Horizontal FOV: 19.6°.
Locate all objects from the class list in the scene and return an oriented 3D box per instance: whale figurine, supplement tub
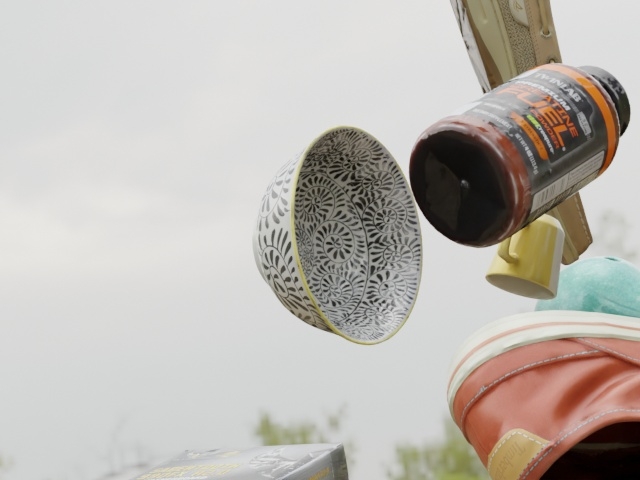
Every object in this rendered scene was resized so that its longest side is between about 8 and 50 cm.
[{"bbox_3d":[0.378,0.096,2.144,0.272,0.141,0.216,9,9,35],"label":"whale figurine"},{"bbox_3d":[0.163,-0.075,1.440,0.106,0.106,0.198,-18,9,45],"label":"supplement tub"}]

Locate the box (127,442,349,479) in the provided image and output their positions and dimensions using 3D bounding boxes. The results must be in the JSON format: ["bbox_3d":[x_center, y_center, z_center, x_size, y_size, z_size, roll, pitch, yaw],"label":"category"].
[{"bbox_3d":[-0.109,0.290,2.161,0.231,0.056,0.183,-6,7,31],"label":"box"}]

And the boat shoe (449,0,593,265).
[{"bbox_3d":[0.229,-0.142,1.891,0.110,0.341,0.121,-20,13,-4],"label":"boat shoe"}]

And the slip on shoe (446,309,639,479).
[{"bbox_3d":[0.232,0.103,0.992,0.331,0.101,0.123,2,-44,-16],"label":"slip on shoe"}]

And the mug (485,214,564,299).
[{"bbox_3d":[0.178,0.009,1.559,0.062,0.064,0.078,18,-14,1],"label":"mug"}]

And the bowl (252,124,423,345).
[{"bbox_3d":[0.000,0.000,1.435,0.080,0.170,0.170,-9,-9,36],"label":"bowl"}]
